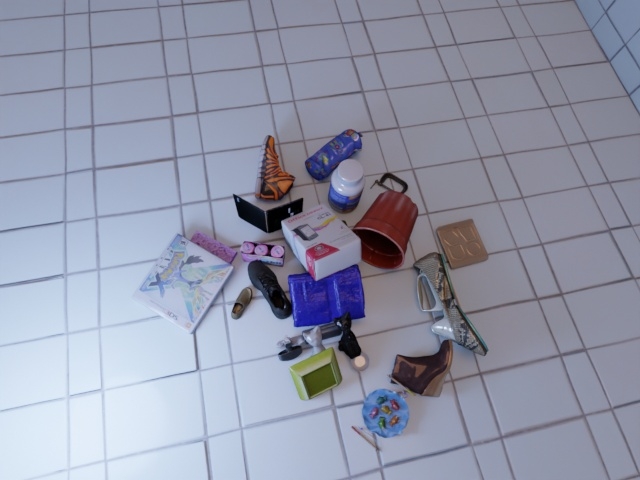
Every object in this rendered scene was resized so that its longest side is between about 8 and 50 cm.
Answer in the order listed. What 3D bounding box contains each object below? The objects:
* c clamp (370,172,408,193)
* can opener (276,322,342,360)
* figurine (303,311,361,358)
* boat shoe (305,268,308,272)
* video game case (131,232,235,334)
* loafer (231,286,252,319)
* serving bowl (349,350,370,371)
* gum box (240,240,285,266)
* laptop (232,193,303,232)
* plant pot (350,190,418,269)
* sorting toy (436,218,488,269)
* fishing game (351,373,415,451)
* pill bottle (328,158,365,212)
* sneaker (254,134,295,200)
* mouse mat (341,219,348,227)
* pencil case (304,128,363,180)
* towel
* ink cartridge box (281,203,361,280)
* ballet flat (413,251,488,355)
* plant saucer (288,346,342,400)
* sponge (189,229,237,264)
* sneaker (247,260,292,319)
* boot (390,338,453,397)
[{"bbox_3d":[0.340,-0.263,2.101,0.160,0.022,0.137,28,64,8],"label":"c clamp"},{"bbox_3d":[-0.047,0.410,1.783,0.280,0.074,0.093,-18,105,-10],"label":"can opener"},{"bbox_3d":[0.043,0.396,1.708,0.215,0.209,0.092,-23,34,-13],"label":"figurine"},{"bbox_3d":[0.024,0.177,1.870,0.081,0.079,0.227,-38,82,-18],"label":"boat shoe"},{"bbox_3d":[-0.574,0.176,1.821,0.300,0.036,0.329,29,75,7],"label":"video game case"},{"bbox_3d":[-0.330,0.262,1.818,0.056,0.050,0.148,20,68,3],"label":"loafer"},{"bbox_3d":[0.160,0.497,1.777,0.083,0.027,0.083,1,69,-4],"label":"serving bowl"},{"bbox_3d":[-0.250,0.057,1.875,0.188,0.107,0.062,8,68,-1],"label":"gum box"},{"bbox_3d":[-0.222,-0.139,1.888,0.264,0.234,0.137,-21,72,-12],"label":"laptop"},{"bbox_3d":[0.289,-0.059,1.899,0.272,0.272,0.265,28,60,7],"label":"plant pot"},{"bbox_3d":[0.655,0.016,2.008,0.193,0.038,0.208,-14,75,-10],"label":"sorting toy"},{"bbox_3d":[0.255,0.678,1.690,0.189,0.041,0.264,40,80,10],"label":"fishing game"},{"bbox_3d":[0.118,-0.244,1.936,0.152,0.272,0.152,2,69,-4],"label":"pill bottle"},{"bbox_3d":[-0.203,-0.335,2.041,0.180,0.124,0.321,7,79,-6],"label":"sneaker"},{"bbox_3d":[0.048,-0.008,1.980,0.189,0.007,0.153,-14,70,-9],"label":"mouse mat"},{"bbox_3d":[0.072,-0.413,2.082,0.306,0.119,0.133,-40,71,-17],"label":"pencil case"},{"bbox_3d":[0.026,0.229,1.782,0.308,0.076,0.228,-9,84,-1],"label":"towel"},{"bbox_3d":[0.000,0.000,1.827,0.226,0.131,0.306,-24,45,-19],"label":"ink cartridge box"},{"bbox_3d":[0.525,0.284,1.843,0.182,0.164,0.483,-24,65,9],"label":"ballet flat"},{"bbox_3d":[-0.008,0.529,1.674,0.188,0.188,0.045,-22,30,-12],"label":"plant saucer"},{"bbox_3d":[-0.483,0.052,1.899,0.210,0.031,0.117,27,69,6],"label":"sponge"},{"bbox_3d":[-0.210,0.193,1.814,0.109,0.130,0.286,-36,74,-15],"label":"sneaker"},{"bbox_3d":[0.411,0.494,1.748,0.207,0.090,0.248,18,84,6],"label":"boot"}]
